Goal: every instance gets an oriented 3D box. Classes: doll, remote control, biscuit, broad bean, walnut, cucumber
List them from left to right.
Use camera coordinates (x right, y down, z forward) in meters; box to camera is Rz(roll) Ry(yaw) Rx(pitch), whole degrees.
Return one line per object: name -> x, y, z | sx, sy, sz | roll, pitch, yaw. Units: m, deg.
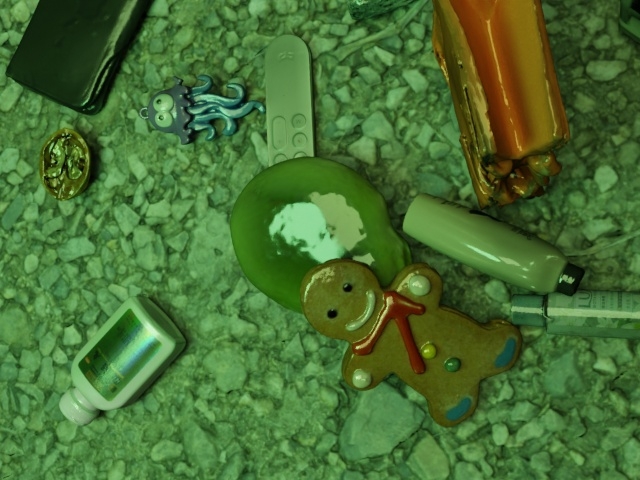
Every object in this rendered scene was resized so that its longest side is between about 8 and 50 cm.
walnut -> -0.413, -0.124, 1.551 | 0.091, 0.052, 0.121 | 6, 90, 15
doll -> -0.189, -0.209, 1.487 | 0.205, 0.067, 0.110 | -5, 94, 5
remote control -> -0.047, -0.200, 1.465 | 0.077, 0.022, 0.245 | -3, 86, 14
broad bean -> 0.000, 0.000, 1.384 | 0.291, 0.119, 0.238 | 24, 109, 17
cucumber -> 0.093, -0.373, 1.419 | 0.112, 0.064, 0.064 | -20, 81, 17
biscuit -> 0.114, 0.134, 1.308 | 0.324, 0.049, 0.205 | 35, 98, -13

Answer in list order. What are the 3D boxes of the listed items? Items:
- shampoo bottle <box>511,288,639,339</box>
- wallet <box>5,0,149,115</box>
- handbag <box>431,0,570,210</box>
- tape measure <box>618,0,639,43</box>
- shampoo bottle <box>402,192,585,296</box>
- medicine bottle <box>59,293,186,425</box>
shampoo bottle -> 0.374, 0.100, 1.296 | 0.214, 0.072, 0.072 | 2, 87, 17
wallet -> -0.376, -0.406, 1.561 | 0.197, 0.051, 0.378 | 25, 93, 19
handbag -> 0.215, -0.202, 1.190 | 0.116, 0.410, 0.304 | -12, 82, 8
tape measure -> 0.501, -0.372, 1.204 | 0.138, 0.262, 0.259 | 40, 97, 25
shampoo bottle -> 0.244, 0.010, 1.313 | 0.256, 0.127, 0.078 | 26, 105, 22
medicine bottle -> -0.323, 0.199, 1.489 | 0.115, 0.078, 0.219 | 45, 98, 13
